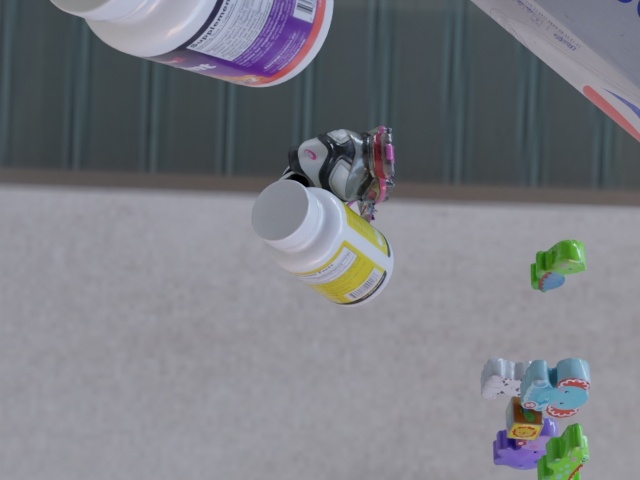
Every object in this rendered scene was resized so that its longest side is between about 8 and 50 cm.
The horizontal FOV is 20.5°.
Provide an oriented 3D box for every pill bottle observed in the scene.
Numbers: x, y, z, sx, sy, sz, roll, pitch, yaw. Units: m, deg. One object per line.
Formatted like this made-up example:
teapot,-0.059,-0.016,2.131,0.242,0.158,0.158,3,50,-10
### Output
pill bottle,-0.085,-0.162,1.107,0.193,0.108,0.108,9,81,-57
pill bottle,0.000,0.000,1.274,0.116,0.065,0.065,38,46,-53

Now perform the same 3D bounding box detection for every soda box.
soda box,0.225,-0.110,1.089,0.098,0.286,0.091,-50,177,-6

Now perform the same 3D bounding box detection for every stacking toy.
stacking toy,0.159,0.124,1.242,0.221,0.052,0.167,104,-10,-55

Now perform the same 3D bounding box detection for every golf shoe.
golf shoe,0.004,-0.042,1.358,0.186,0.086,0.067,109,-20,-69
